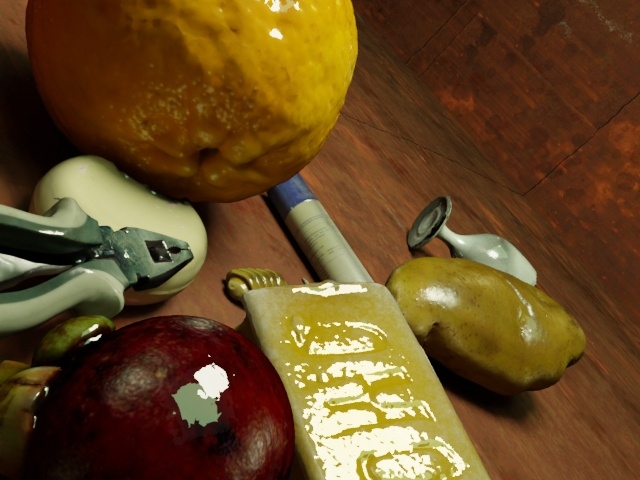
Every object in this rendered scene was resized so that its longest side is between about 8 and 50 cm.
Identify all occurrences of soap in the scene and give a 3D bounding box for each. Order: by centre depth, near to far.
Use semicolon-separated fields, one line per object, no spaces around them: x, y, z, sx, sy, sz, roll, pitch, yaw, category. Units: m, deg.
0.032;0.164;0.641;0.173;0.089;0.274;-1;45;-28;soap

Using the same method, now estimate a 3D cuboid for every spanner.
-0.184;0.015;0.482;0.096;0.040;0.325;61;21;11;spanner

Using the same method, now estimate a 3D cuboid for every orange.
-0.129;-0.193;0.753;0.340;0.340;0.293;27;42;-36;orange

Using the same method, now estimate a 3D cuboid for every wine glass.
0.286;0.029;1.353;0.241;0.126;0.126;36;23;-16;wine glass

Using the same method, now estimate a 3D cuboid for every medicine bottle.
0.000;0.000;0.986;0.059;0.059;0.231;13;37;-52;medicine bottle

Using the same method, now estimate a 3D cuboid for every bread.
-0.069;0.050;0.810;0.088;0.034;0.049;10;34;-54;bread

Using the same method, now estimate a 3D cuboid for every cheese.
-0.188;0.009;0.621;0.163;0.071;0.249;39;22;-11;cheese

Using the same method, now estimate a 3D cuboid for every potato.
0.233;0.123;1.070;0.369;0.176;0.196;19;71;-32;potato

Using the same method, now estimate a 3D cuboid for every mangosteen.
-0.113;0.118;0.443;0.199;0.200;0.200;37;23;-18;mangosteen

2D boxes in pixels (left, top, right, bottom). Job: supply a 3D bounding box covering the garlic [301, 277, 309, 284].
0.016;0.115;0.814;0.152;0.066;0.084;47;-6;-2;garlic
